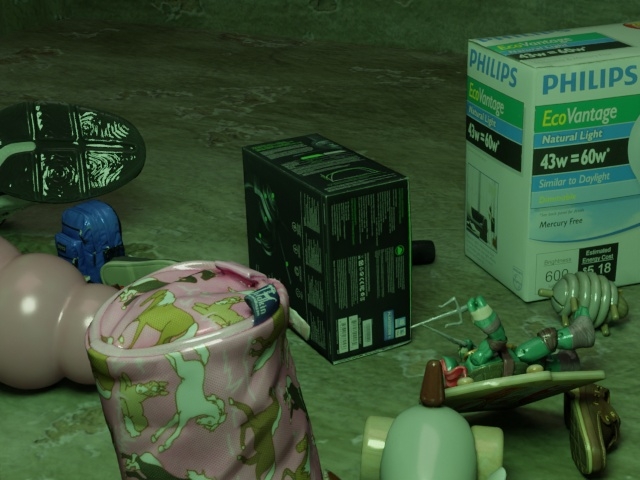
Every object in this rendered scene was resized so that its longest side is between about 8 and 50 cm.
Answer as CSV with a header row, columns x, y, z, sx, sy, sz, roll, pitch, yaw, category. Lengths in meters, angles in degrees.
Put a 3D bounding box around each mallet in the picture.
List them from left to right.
x,y,z,sx,sy,sz,roll,pitch,yaw,category
0.126,0.000,1.973,0.062,0.039,0.189,-6,17,-20,mallet

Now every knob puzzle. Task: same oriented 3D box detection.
x,y,z,sx,sy,sz,roll,pitch,yaw,category
0.195,0.167,1.356,0.213,0.030,0.213,-8,-16,-2,knob puzzle

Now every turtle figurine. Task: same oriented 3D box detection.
x,y,z,sx,sy,sz,roll,pitch,yaw,category
0.218,0.142,1.496,0.234,0.118,0.175,-4,-19,-11,turtle figurine

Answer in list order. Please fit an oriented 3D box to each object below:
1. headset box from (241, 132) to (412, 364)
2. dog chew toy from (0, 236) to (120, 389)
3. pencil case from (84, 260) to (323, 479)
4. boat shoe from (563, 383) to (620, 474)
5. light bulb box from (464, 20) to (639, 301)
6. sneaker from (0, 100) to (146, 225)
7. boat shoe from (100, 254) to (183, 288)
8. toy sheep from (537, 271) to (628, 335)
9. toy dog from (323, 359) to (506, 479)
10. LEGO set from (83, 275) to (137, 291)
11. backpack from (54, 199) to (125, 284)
x,y,z,sx,sy,sz,roll,pitch,yaw,category
0.000,0.000,1.688,0.131,0.246,0.283,-13,23,-26,headset box
-0.389,0.099,1.540,0.332,0.207,0.206,11,23,11,dog chew toy
-0.063,0.212,0.968,0.167,0.386,0.160,-10,19,6,pencil case
0.317,0.209,1.372,0.060,0.064,0.178,-1,19,7,boat shoe
0.425,-0.133,1.838,0.358,0.361,0.225,-9,22,-18,light bulb box
-0.504,-0.119,2.008,0.447,0.169,0.257,-7,-6,0,sneaker
-0.237,0.051,1.808,0.206,0.075,0.065,5,25,29,boat shoe
0.368,0.085,1.664,0.132,0.091,0.091,14,19,-10,toy sheep
0.109,0.238,1.179,0.220,0.161,0.334,-6,21,-10,toy dog
-0.347,0.107,1.737,0.244,0.060,0.182,0,23,29,LEGO set
-0.364,0.002,1.879,0.098,0.120,0.101,18,29,40,backpack
